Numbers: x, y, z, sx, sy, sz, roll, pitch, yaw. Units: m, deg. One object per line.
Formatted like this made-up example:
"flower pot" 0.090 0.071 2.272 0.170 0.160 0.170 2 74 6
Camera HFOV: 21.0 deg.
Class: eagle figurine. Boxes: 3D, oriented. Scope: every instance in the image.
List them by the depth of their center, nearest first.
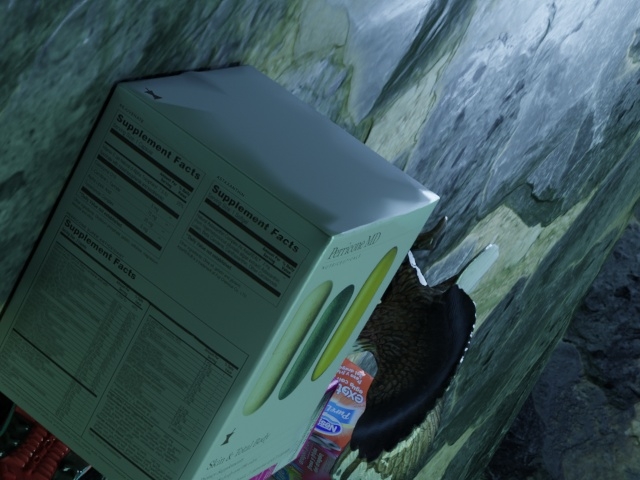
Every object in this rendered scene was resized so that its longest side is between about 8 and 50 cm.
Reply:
"eagle figurine" 0.087 0.126 1.893 0.225 0.298 0.226 -28 149 32

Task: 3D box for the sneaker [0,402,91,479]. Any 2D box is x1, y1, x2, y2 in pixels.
"sneaker" -0.251 0.210 1.352 0.262 0.104 0.125 -46 175 -46

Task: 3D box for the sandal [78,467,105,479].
"sandal" -0.196 0.158 1.499 0.179 0.067 0.040 -60 174 12

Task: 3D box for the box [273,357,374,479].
"box" -0.007 0.263 2.137 0.128 0.123 0.257 -44 161 -34

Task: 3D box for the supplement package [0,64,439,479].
"supplement package" -0.083 0.033 1.307 0.262 0.198 0.199 -61 162 22

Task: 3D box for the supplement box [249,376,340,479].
"supplement box" -0.091 0.183 1.756 0.220 0.111 0.114 -24 146 -61

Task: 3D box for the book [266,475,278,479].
"book" -0.086 0.332 2.104 0.035 0.096 0.144 -40 160 -41
